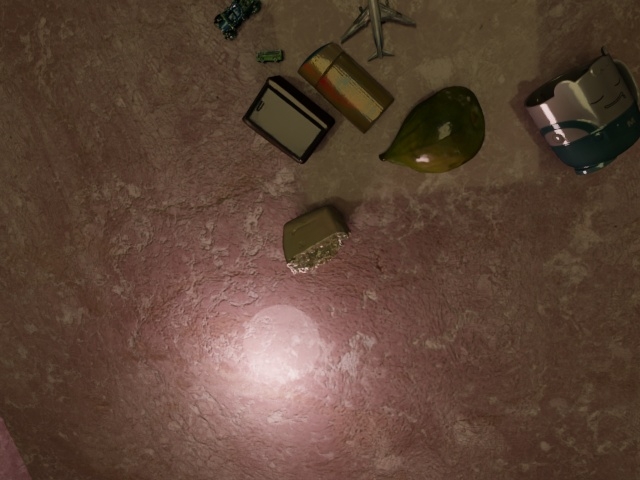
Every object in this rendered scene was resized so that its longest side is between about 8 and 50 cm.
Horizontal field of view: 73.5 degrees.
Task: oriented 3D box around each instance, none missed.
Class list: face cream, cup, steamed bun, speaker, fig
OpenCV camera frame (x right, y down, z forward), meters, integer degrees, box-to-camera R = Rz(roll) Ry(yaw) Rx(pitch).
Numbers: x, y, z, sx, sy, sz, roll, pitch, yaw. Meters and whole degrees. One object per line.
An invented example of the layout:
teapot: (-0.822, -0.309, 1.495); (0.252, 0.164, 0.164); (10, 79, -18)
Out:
face cream: (0.076, -0.473, 1.311); (0.285, 0.067, 0.139); (41, 110, -4)
cup: (0.729, -0.357, 1.149); (0.289, 0.219, 0.258); (-39, 100, -10)
steamed bun: (0.000, 0.000, 1.446); (0.225, 0.200, 0.170); (-23, 143, 17)
speaker: (-0.092, -0.372, 1.323); (0.231, 0.192, 0.153); (37, 112, -7)
fig: (0.343, -0.301, 1.276); (0.233, 0.233, 0.314); (39, 156, -4)

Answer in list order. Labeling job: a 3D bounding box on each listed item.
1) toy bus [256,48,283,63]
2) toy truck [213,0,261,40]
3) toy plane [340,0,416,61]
toy bus: (-0.159, -0.577, 1.344); (0.083, 0.031, 0.037); (2, 105, 11)
toy truck: (-0.258, -0.691, 1.298); (0.154, 0.078, 0.080); (-37, 100, 21)
toy plane: (0.159, -0.637, 1.239); (0.226, 0.058, 0.226); (-5, 105, 18)
